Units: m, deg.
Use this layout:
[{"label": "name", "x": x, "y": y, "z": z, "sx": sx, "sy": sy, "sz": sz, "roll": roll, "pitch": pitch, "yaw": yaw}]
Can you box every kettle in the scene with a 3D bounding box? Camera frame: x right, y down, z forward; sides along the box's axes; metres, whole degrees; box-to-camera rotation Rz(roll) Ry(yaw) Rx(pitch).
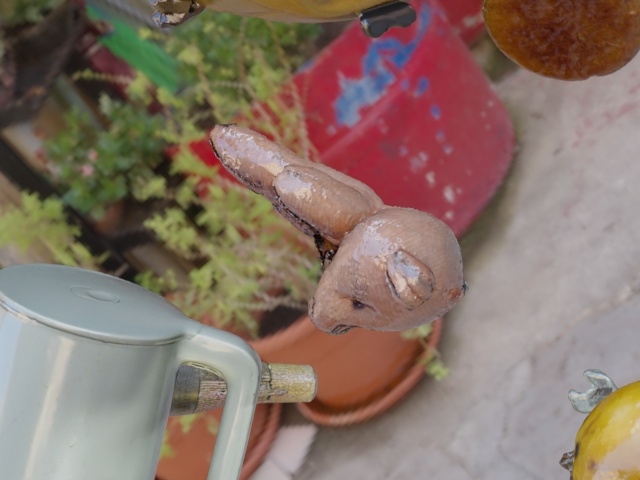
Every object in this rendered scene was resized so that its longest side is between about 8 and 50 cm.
[{"label": "kettle", "x": -0.231, "y": 0.209, "z": 1.345, "sx": 0.265, "sy": 0.205, "sz": 0.318, "roll": 21, "pitch": 103, "yaw": 28}]

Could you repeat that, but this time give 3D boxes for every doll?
[{"label": "doll", "x": 0.000, "y": 0.000, "z": 1.401, "sx": 0.303, "sy": 0.201, "sz": 0.156, "roll": 31, "pitch": 94, "yaw": 20}]

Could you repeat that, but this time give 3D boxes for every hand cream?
[{"label": "hand cream", "x": -0.100, "y": 0.171, "z": 1.649, "sx": 0.084, "sy": 0.203, "sz": 0.084, "roll": -175, "pitch": 90, "yaw": -70}]

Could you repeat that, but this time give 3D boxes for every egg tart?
[{"label": "egg tart", "x": 0.244, "y": -0.254, "z": 1.305, "sx": 0.215, "sy": 0.215, "sz": 0.171, "roll": -15, "pitch": 41, "yaw": 42}]

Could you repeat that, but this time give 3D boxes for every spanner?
[{"label": "spanner", "x": 0.453, "y": 0.242, "z": 1.728, "sx": 0.071, "sy": 0.302, "sz": 0.017, "roll": -65, "pitch": -3, "yaw": 20}]

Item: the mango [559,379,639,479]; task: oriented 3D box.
[{"label": "mango", "x": 0.188, "y": 0.132, "z": 0.609, "sx": 0.115, "sy": 0.178, "sz": 0.090, "roll": -49, "pitch": 11, "yaw": 31}]

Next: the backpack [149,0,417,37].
[{"label": "backpack", "x": -0.034, "y": -0.376, "z": 1.680, "sx": 0.353, "sy": 0.201, "sz": 0.378, "roll": -24, "pitch": 44, "yaw": -27}]
